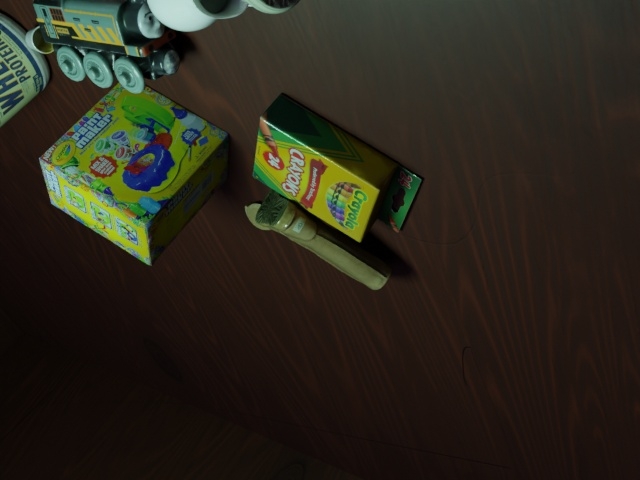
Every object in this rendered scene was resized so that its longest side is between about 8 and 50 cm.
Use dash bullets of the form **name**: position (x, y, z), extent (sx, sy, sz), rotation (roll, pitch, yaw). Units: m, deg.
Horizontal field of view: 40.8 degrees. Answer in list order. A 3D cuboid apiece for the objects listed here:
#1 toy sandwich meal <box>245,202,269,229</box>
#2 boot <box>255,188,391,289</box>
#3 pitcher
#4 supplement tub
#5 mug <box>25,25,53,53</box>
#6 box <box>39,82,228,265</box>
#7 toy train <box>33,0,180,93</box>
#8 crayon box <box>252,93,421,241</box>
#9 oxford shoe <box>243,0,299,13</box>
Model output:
- **toy sandwich meal**: position (-0.135, -0.059, 1.997), extent (0.086, 0.029, 0.085), rotation (19, 137, 18)
- **boot**: position (0.000, 0.000, 1.857), extent (0.270, 0.089, 0.236), rotation (31, -174, -20)
- **pitcher**: position (-0.188, -0.413, 1.456), extent (0.178, 0.125, 0.207), rotation (3, -171, -36)
- **supplement tub**: position (-0.827, -0.360, 2.014), extent (0.235, 0.325, 0.235), rotation (27, 150, 17)
- **mug**: position (-0.632, -0.449, 1.949), extent (0.064, 0.062, 0.078), rotation (15, 138, 48)
- **box**: position (-0.396, -0.154, 1.874), extent (0.279, 0.290, 0.177), rotation (30, 150, 11)
- **toy train**: position (-0.424, -0.411, 1.706), extent (0.334, 0.142, 0.190), rotation (16, 135, 33)
- **crayon box**: position (0.024, -0.124, 1.672), extent (0.319, 0.081, 0.202), rotation (31, 150, 10)
- **oxford shoe**: position (-0.179, -0.526, 1.254), extent (0.449, 0.169, 0.130), rotation (53, 169, -27)
